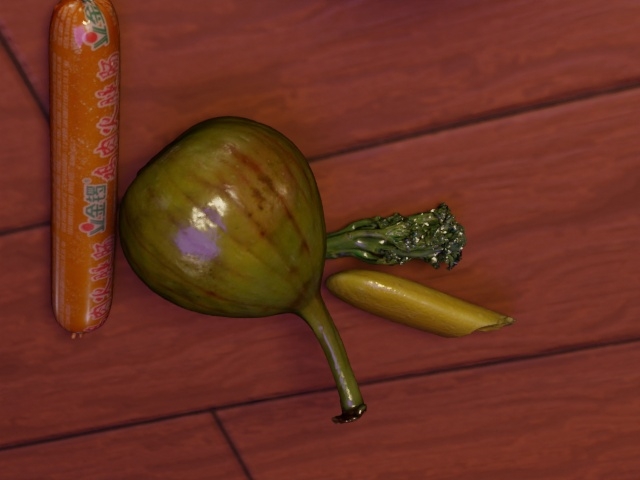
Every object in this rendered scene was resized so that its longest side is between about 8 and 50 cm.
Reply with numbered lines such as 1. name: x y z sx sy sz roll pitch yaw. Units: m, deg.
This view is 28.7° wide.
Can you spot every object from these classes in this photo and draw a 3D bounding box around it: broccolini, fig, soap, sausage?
1. broccolini: 0.000 0.000 1.005 0.239 0.051 0.054 -1 105 17
2. fig: -0.028 0.023 0.935 0.259 0.151 0.151 43 123 -12
3. soap: 0.085 0.055 1.011 0.169 0.033 0.089 18 172 -14
4. sausage: -0.185 -0.047 0.977 0.053 0.053 0.347 10 130 -1
